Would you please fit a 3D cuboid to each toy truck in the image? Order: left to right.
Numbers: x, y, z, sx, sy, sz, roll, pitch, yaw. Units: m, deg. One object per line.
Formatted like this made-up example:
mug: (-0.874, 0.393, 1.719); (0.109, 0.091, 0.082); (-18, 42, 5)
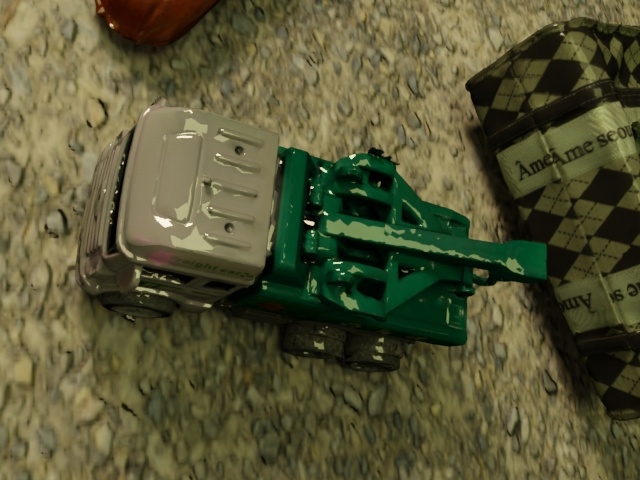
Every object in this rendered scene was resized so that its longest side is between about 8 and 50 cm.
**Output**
toy truck: (-0.005, 0.001, 0.561); (0.364, 0.178, 0.176); (13, 70, -22)

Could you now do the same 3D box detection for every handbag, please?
handbag: (0.374, -0.042, 0.793); (0.317, 0.180, 0.415); (-15, 82, -44)

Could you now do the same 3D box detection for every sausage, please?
sausage: (-0.083, -0.313, 0.655); (0.097, 0.094, 0.348); (43, 60, -7)
